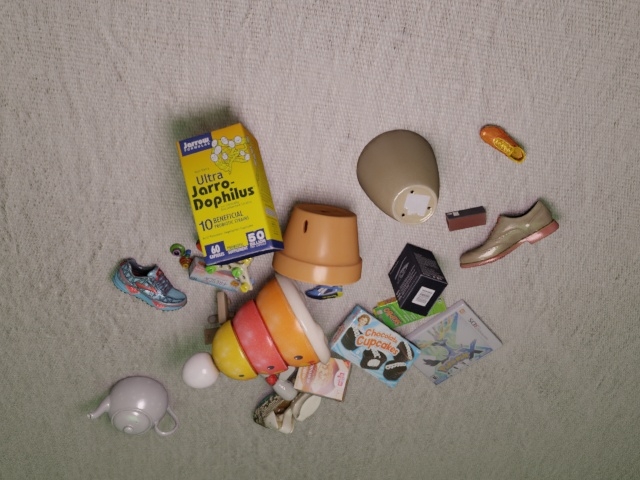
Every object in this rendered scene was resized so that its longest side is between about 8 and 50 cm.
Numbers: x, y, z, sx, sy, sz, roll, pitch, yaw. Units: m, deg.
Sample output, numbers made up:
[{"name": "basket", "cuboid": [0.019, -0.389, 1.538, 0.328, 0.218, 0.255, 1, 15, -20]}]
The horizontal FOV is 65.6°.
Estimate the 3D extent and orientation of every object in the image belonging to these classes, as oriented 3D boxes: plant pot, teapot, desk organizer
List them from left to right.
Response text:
[{"name": "teapot", "cuboid": [-0.729, 0.680, 1.969, 0.256, 0.187, 0.252, -20, 120, 7]}, {"name": "plant pot", "cuboid": [0.000, 0.000, 1.581, 0.291, 0.291, 0.203, 6, 104, -8]}, {"name": "plant pot", "cuboid": [0.252, -0.166, 1.484, 0.257, 0.274, 0.256, -2, 120, -3]}, {"name": "desk organizer", "cuboid": [0.494, -0.073, 1.690, 0.130, 0.047, 0.050, -11, 123, 2]}]

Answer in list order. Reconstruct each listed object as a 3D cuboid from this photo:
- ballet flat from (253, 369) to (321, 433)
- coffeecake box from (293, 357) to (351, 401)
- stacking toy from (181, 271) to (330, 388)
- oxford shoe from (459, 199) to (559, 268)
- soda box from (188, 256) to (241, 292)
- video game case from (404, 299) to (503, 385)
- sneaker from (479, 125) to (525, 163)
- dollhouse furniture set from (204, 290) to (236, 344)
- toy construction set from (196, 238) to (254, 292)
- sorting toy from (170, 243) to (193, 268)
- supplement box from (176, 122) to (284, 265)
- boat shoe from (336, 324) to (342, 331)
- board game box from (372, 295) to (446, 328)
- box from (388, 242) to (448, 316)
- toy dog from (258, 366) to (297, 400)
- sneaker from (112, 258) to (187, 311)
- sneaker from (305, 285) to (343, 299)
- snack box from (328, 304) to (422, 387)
[{"name": "ballet flat", "cuboid": [-0.111, 0.659, 1.999, 0.164, 0.182, 0.483, 28, 116, -32]}, {"name": "coffeecake box", "cuboid": [0.011, 0.508, 1.855, 0.186, 0.142, 0.068, 9, 156, 15]}, {"name": "stacking toy", "cuboid": [-0.236, 0.352, 1.661, 0.480, 0.350, 0.350, -28, 120, -4]}, {"name": "oxford shoe", "cuboid": [0.625, -0.018, 1.714, 0.348, 0.123, 0.130, -29, 92, 14]}, {"name": "soda box", "cuboid": [-0.359, 0.119, 1.716, 0.183, 0.058, 0.063, 21, 117, -28]}, {"name": "video game case", "cuboid": [0.514, 0.418, 1.990, 0.329, 0.036, 0.300, -38, 116, 17]}, {"name": "sneaker", "cuboid": [0.573, -0.302, 1.547, 0.175, 0.067, 0.064, 25, 118, -16]}, {"name": "dollhouse furniture set", "cuboid": [-0.380, 0.280, 1.780, 0.123, 0.144, 0.151, -10, 157, 2]}, {"name": "toy construction set", "cuboid": [-0.286, -0.007, 1.611, 0.215, 0.151, 0.327, 21, 112, 12]}, {"name": "sorting toy", "cuboid": [-0.471, 0.058, 1.699, 0.061, 0.042, 0.102, -29, 118, 13]}, {"name": "supplement box", "cuboid": [-0.252, -0.122, 1.428, 0.194, 0.195, 0.356, -15, 86, 5]}, {"name": "boat shoe", "cuboid": [0.140, 0.407, 1.946, 0.079, 0.084, 0.233, -44, 113, -22]}, {"name": "board game box", "cuboid": [0.335, 0.255, 1.880, 0.260, 0.039, 0.124, -22, 119, 6]}, {"name": "box", "cuboid": [0.329, 0.132, 1.706, 0.108, 0.207, 0.153, 19, 119, -15]}, {"name": "toy dog", "cuboid": [-0.188, 0.442, 1.886, 0.161, 0.220, 0.333, -45, 127, -14]}, {"name": "sneaker", "cuboid": [-0.574, 0.151, 1.713, 0.262, 0.104, 0.125, 26, 113, -18]}, {"name": "sneaker", "cuboid": [0.015, 0.180, 1.806, 0.144, 0.059, 0.053, -9, 154, 19]}, {"name": "snack box", "cuboid": [0.207, 0.403, 1.877, 0.322, 0.060, 0.187, 36, 93, -20]}]
